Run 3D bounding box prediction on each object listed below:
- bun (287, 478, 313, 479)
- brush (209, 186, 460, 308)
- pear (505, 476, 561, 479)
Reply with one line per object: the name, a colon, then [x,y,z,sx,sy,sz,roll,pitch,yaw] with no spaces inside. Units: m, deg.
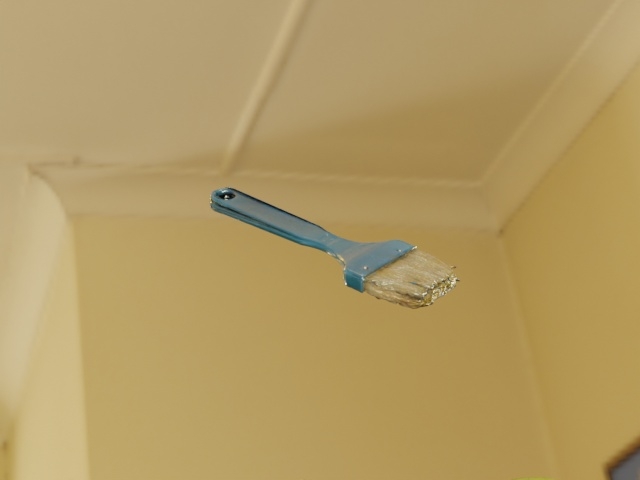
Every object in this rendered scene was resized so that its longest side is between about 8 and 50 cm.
bun: [0.005,0.193,0.469,0.259,0.152,0.259,7,-61,12]
brush: [0.000,0.000,0.785,0.051,0.164,0.014,-27,-50,-45]
pear: [0.153,0.262,0.990,0.188,0.187,0.220,-10,1,2]
